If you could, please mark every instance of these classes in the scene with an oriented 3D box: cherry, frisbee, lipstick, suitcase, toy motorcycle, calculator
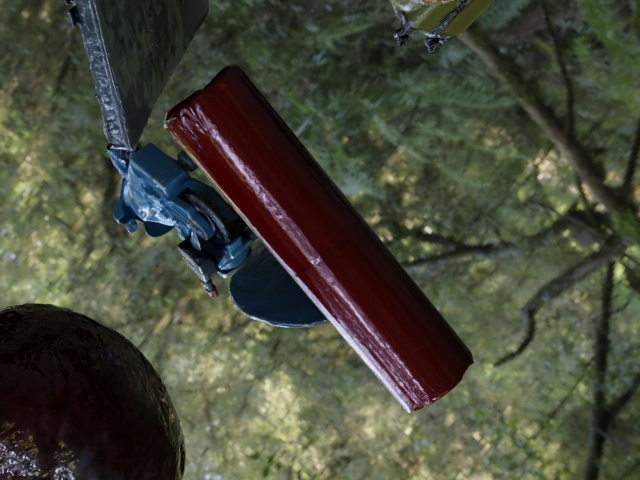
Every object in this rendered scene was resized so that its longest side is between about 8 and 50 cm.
[{"bbox_3d":[-0.223,0.160,0.742,0.300,0.230,0.203,89,160,-52],"label":"cherry"},{"bbox_3d":[-0.020,0.046,1.679,0.289,0.289,0.049,38,145,49],"label":"frisbee"},{"bbox_3d":[0.001,0.000,0.700,0.280,0.073,0.073,51,179,-8],"label":"lipstick"},{"bbox_3d":[0.179,-0.430,1.473,0.143,0.235,0.194,2,-121,-38],"label":"suitcase"},{"bbox_3d":[-0.189,-0.043,1.282,0.272,0.123,0.182,39,160,30],"label":"toy motorcycle"},{"bbox_3d":[-0.124,-0.190,0.691,0.262,0.021,0.161,-79,-16,-54],"label":"calculator"}]

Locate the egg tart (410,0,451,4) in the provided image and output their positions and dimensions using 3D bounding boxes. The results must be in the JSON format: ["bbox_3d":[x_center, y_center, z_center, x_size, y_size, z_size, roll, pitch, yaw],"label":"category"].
[{"bbox_3d":[0.113,-0.396,1.208,0.202,0.203,0.147,38,-151,25],"label":"egg tart"}]
